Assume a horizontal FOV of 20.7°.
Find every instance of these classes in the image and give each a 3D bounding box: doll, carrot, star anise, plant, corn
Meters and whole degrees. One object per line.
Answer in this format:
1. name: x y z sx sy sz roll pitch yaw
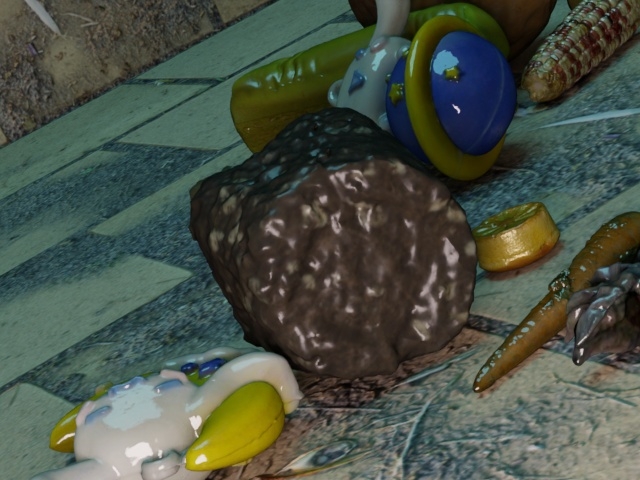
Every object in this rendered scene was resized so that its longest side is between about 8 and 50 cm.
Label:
1. doll: -0.136 0.161 1.481 0.252 0.111 0.237 -18 16 -8
2. carrot: 0.205 0.051 1.469 0.254 0.049 0.049 -41 22 -32
3. star anise: 0.272 0.035 1.373 0.204 0.061 0.180 -28 17 -14
4. plant: 0.000 0.000 1.608 0.213 0.215 0.312 -30 14 -7
5. corn: 0.321 -0.241 2.162 0.079 0.079 0.237 -8 27 45
6. doll: 0.123 -0.185 2.010 0.159 0.311 0.242 14 -26 -30

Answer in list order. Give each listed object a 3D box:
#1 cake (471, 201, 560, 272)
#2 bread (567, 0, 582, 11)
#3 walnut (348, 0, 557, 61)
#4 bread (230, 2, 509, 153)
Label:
1. cake: 0.183 -0.002 1.649 0.084 0.044 0.084 -22 15 6
2. bread: 0.440 -0.392 2.298 0.167 0.163 0.264 -30 17 -23
3. walnut: 0.171 -0.363 2.315 0.306 0.306 0.344 -28 -15 -13
4. bread: 0.066 -0.196 2.205 0.383 0.166 0.112 -16 38 29
